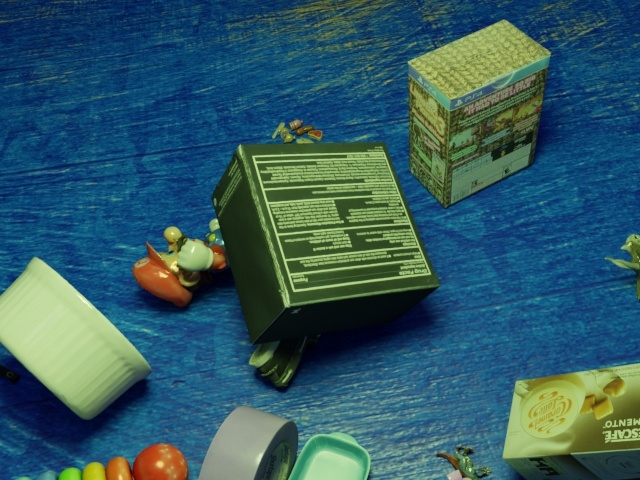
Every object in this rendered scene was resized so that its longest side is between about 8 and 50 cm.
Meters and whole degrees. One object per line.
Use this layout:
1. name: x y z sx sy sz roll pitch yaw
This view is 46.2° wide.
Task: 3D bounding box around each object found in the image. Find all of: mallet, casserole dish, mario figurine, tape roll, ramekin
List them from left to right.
1. mallet: -0.641 0.225 1.388 0.190 0.039 0.062 28 58 22
2. ramekin: -0.428 0.172 1.255 0.277 0.277 0.135 32 67 29
3. mario figurine: -0.205 -0.001 1.427 0.321 0.198 0.170 -22 65 -17
4. tape roll: -0.106 0.347 1.113 0.080 0.189 0.189 15 53 18
5. casserole dish: 0.007 0.389 1.162 0.114 0.037 0.188 15 52 17

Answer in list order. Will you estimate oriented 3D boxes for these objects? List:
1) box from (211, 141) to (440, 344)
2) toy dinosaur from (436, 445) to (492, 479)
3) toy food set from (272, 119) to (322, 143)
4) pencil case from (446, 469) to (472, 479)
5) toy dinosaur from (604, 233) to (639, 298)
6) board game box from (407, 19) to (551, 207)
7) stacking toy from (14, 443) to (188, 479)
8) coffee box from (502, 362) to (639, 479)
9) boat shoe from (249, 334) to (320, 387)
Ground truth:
1. box: 0.000 0.000 1.297 0.296 0.182 0.294 -5 64 -28
2. toy dinosaur: 0.235 0.364 1.169 0.090 0.047 0.082 -26 52 29
3. toy food set: -0.047 -0.248 1.727 0.122 0.019 0.078 14 53 18
4. pencil case: 0.231 0.437 1.061 0.086 0.088 0.206 -22 50 -15
5. toy dinosaur: 0.665 0.102 1.298 0.160 0.121 0.313 -37 59 -8
6. board game box: 0.308 -0.249 1.505 0.232 0.291 0.141 -26 52 -15
7. stacking toy: -0.367 0.394 1.153 0.330 0.141 0.141 -18 50 -15
8. coffee box: 0.406 0.271 1.093 0.247 0.098 0.141 -19 38 43
9. boat shoe: -0.039 0.162 1.353 0.079 0.084 0.233 43 50 -8
